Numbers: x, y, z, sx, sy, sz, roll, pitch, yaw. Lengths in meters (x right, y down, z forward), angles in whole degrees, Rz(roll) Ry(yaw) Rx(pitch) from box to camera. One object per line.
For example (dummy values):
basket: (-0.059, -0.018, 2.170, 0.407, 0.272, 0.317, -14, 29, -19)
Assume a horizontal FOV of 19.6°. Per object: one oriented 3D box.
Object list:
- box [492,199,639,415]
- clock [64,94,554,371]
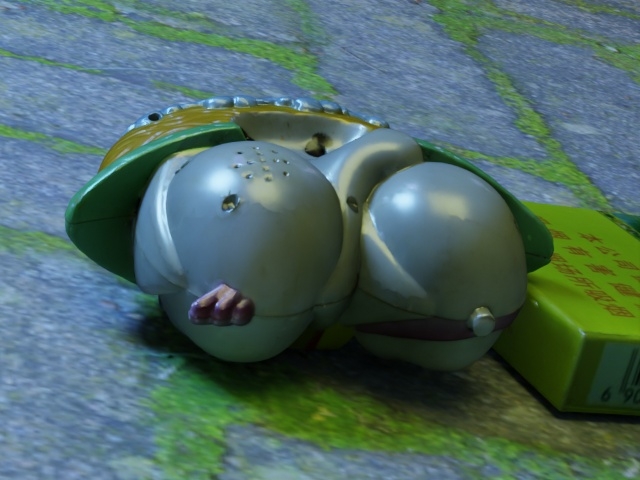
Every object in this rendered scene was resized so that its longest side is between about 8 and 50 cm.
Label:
box: (0.225, 0.041, 0.978, 0.335, 0.047, 0.187, 7, 19, -27)
clock: (0.000, 0.000, 0.823, 0.231, 0.103, 0.144, 1, 31, -22)
